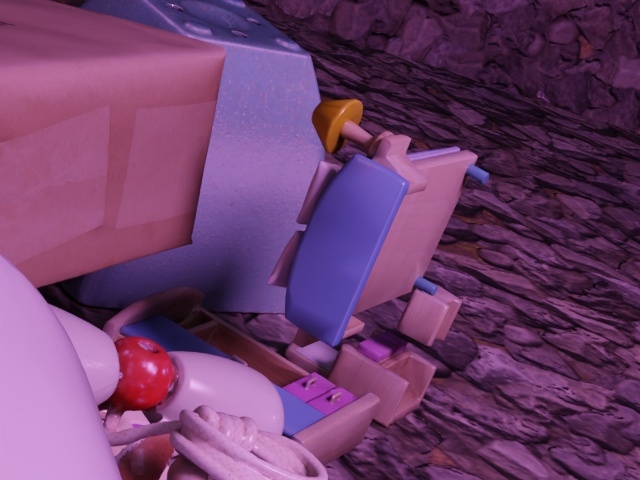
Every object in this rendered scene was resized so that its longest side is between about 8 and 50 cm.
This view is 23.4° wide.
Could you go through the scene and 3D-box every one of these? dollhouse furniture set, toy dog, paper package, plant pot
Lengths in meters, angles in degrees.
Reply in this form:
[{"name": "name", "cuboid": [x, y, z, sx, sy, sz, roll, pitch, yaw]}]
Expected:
[{"name": "dollhouse furniture set", "cuboid": [0.000, 0.000, 1.273, 0.198, 0.303, 0.286, 31, 22, 20]}, {"name": "toy dog", "cuboid": [-0.178, 0.112, 0.889, 0.334, 0.161, 0.220, 27, 10, -20]}, {"name": "paper package", "cuboid": [-0.280, -0.090, 1.154, 0.309, 0.168, 0.325, 19, 18, 25]}, {"name": "plant pot", "cuboid": [-0.138, -0.102, 1.464, 0.247, 0.252, 0.248, 5, 27, -40]}]

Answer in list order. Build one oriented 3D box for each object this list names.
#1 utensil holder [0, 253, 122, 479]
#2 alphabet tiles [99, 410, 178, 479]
[{"name": "utensil holder", "cuboid": [-0.209, 0.182, 0.572, 0.328, 0.327, 0.385, 14, 21, -21]}, {"name": "alphabet tiles", "cuboid": [-0.226, 0.132, 1.115, 0.284, 0.021, 0.278, 32, 22, 26]}]
